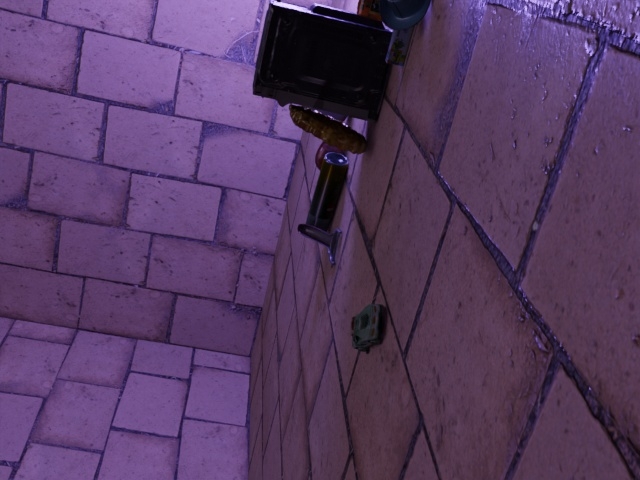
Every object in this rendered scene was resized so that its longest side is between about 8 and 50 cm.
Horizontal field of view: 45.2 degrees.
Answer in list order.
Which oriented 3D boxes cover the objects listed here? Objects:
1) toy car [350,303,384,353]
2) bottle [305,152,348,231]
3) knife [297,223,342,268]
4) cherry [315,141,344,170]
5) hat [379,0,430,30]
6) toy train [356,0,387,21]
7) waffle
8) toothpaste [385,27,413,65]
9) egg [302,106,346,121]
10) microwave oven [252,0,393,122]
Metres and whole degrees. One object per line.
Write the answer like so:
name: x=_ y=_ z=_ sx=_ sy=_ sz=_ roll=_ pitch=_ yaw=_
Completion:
toy car: x=0.096 y=0.195 z=1.704 sx=0.186 sy=0.058 sz=0.094 roll=126 pitch=151 yaw=-70
bottle: x=0.018 y=-0.148 z=2.523 sx=0.082 sy=0.082 sz=0.286 roll=-91 pitch=15 yaw=-53
knife: x=0.002 y=0.000 z=2.460 sx=0.278 sy=0.053 sz=0.123 roll=29 pitch=105 yaw=61
cherry: x=0.030 y=-0.241 z=2.568 sx=0.107 sy=0.090 sz=0.226 roll=-51 pitch=-31 yaw=-49
hat: x=0.195 y=-0.586 z=1.792 sx=0.138 sy=0.078 sz=0.191 roll=-11 pitch=59 yaw=38
toy train: x=0.159 y=-0.596 z=1.942 sx=0.188 sy=0.099 sz=0.072 roll=-33 pitch=-36 yaw=-60
waffle: x=0.016 y=-0.318 z=2.185 sx=0.056 sy=0.253 sz=0.249 roll=-63 pitch=-2 yaw=16
toothpaste: x=0.201 y=-0.516 z=1.907 sx=0.034 sy=0.046 sz=0.164 roll=-92 pitch=15 yaw=-65
egg: x=0.021 y=-0.472 z=2.586 sx=0.176 sy=0.176 sz=0.232 roll=-103 pitch=19 yaw=-69
microwave oven: x=0.006 y=-0.498 z=2.127 sx=0.218 sy=0.354 sz=0.287 roll=-102 pitch=25 yaw=-70
